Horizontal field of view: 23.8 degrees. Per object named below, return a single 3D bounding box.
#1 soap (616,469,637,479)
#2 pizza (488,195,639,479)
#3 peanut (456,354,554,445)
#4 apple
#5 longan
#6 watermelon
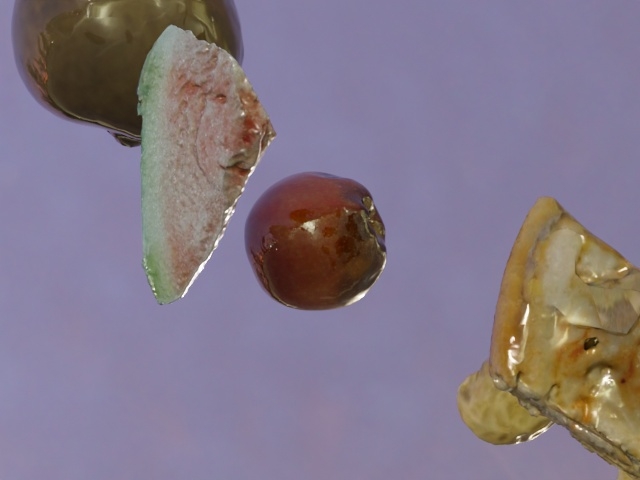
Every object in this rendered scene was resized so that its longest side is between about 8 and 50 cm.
[{"bbox_3d":[0.493,0.316,1.875,0.257,0.160,0.080,-12,-40,40],"label":"soap"},{"bbox_3d":[0.273,0.094,1.200,0.189,0.297,0.071,-64,6,-18],"label":"pizza"},{"bbox_3d":[0.317,0.164,1.887,0.305,0.147,0.147,-13,-25,3],"label":"peanut"},{"bbox_3d":[0.000,0.000,2.377,0.230,0.230,0.230,-24,-25,-12],"label":"apple"},{"bbox_3d":[-0.235,-0.257,1.880,0.297,0.297,0.297,-24,-25,-12],"label":"longan"},{"bbox_3d":[-0.076,-0.045,0.993,0.081,0.094,0.180,1,-64,-21],"label":"watermelon"}]
